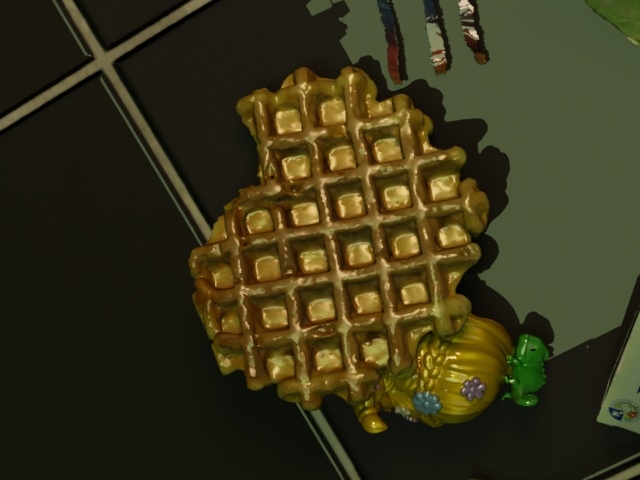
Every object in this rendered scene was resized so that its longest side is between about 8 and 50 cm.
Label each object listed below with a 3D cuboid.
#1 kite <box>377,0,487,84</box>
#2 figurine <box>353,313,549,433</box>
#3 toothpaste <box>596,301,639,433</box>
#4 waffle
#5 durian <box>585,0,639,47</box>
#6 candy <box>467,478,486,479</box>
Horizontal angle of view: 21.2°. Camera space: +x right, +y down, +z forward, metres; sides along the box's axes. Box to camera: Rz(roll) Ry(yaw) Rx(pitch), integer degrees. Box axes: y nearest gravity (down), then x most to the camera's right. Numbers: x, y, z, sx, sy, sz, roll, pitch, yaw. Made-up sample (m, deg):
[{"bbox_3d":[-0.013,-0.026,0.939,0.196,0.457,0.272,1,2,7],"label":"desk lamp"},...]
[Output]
[{"bbox_3d":[0.065,-0.244,1.302,0.141,0.015,0.245,-10,101,18],"label":"kite"},{"bbox_3d":[0.096,0.112,1.336,0.156,0.115,0.095,9,137,6],"label":"figurine"},{"bbox_3d":[0.287,0.010,1.230,0.081,0.067,0.336,20,129,9],"label":"toothpaste"},{"bbox_3d":[0.000,0.000,1.314,0.253,0.056,0.249,-44,75,4],"label":"waffle"},{"bbox_3d":[0.318,-0.168,1.165,0.394,0.198,0.163,12,108,12],"label":"durian"},{"bbox_3d":[0.202,0.253,1.391,0.178,0.032,0.102,8,102,13],"label":"candy"}]
